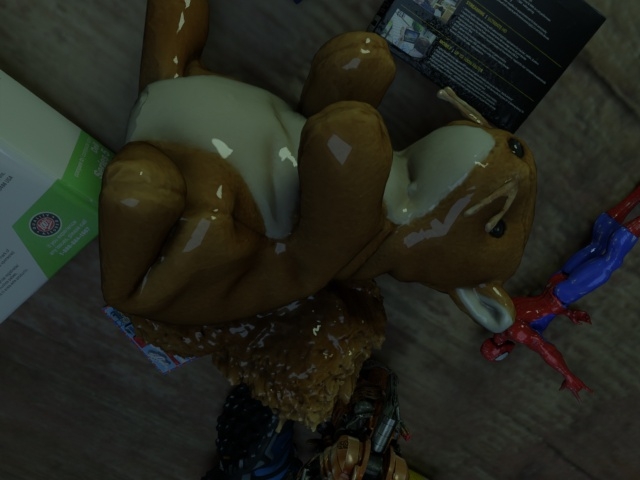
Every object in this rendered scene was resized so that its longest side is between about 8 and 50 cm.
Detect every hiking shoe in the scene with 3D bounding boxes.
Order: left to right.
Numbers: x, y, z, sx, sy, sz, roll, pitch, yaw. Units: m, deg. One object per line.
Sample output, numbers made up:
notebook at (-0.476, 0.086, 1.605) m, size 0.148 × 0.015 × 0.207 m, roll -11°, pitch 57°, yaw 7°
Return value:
hiking shoe at (-0.079, 0.301, 0.749) m, size 0.132 × 0.113 × 0.304 m, roll 7°, pitch 118°, yaw -35°

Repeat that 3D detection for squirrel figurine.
squirrel figurine at (0.000, 0.000, 0.520) m, size 0.370 × 0.281 × 0.397 m, roll 7°, pitch 133°, yaw -16°

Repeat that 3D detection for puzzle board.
puzzle board at (-0.206, 0.115, 0.682) m, size 0.096 × 0.011 × 0.128 m, roll -27°, pitch 116°, yaw 13°

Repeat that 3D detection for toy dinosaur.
toy dinosaur at (0.028, 0.271, 0.591) m, size 0.164 × 0.322 × 0.218 m, roll 34°, pitch 117°, yaw 15°

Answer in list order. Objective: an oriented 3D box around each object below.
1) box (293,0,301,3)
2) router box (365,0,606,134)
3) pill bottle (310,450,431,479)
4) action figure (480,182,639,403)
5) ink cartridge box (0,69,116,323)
box at (-0.051, -0.314, 0.401) m, size 0.225 × 0.037 × 0.136 m, roll 43°, pitch 147°, yaw -22°
router box at (0.153, -0.203, 0.498) m, size 0.178 × 0.046 × 0.133 m, roll 29°, pitch 113°, yaw -16°
pill bottle at (0.083, 0.378, 0.768) m, size 0.208 × 0.118 × 0.118 m, roll 32°, pitch 113°, yaw -17°
action figure at (0.321, 0.073, 0.619) m, size 0.139 × 0.091 × 0.280 m, roll 42°, pitch 110°, yaw -7°
ink cartridge box at (-0.361, -0.070, 0.493) m, size 0.198 × 0.115 × 0.273 m, roll -37°, pitch 125°, yaw 17°
